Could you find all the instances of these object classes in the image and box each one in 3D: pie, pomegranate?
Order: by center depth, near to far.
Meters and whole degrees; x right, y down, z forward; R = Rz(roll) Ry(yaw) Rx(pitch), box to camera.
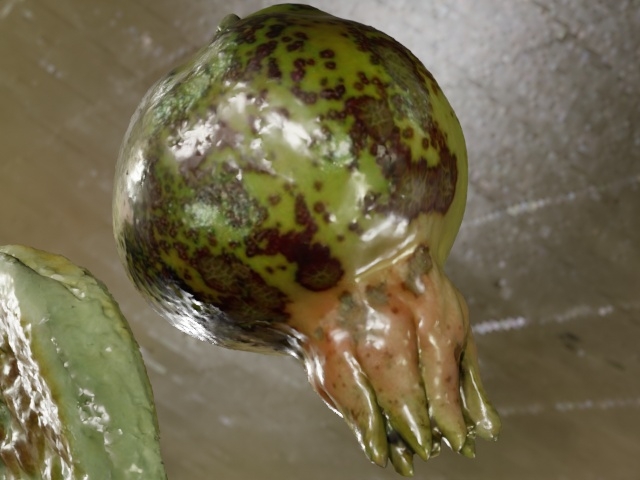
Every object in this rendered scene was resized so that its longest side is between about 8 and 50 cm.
[{"bbox_3d":[0.013,-0.011,0.946,0.276,0.204,0.222,31,180,25],"label":"pomegranate"},{"bbox_3d":[-0.171,0.142,1.030,0.302,0.067,0.302,24,120,53],"label":"pie"}]
